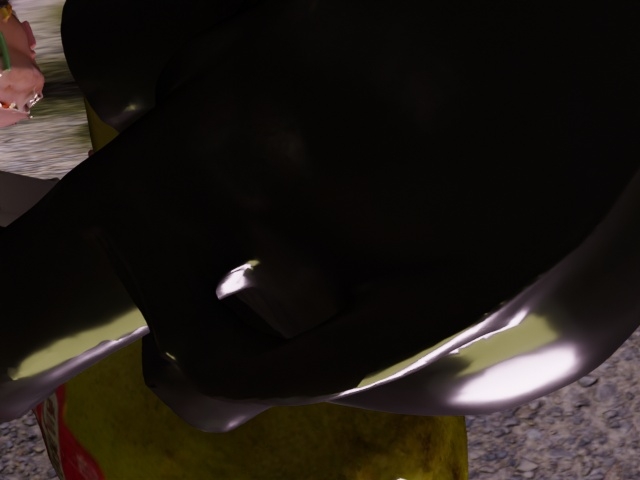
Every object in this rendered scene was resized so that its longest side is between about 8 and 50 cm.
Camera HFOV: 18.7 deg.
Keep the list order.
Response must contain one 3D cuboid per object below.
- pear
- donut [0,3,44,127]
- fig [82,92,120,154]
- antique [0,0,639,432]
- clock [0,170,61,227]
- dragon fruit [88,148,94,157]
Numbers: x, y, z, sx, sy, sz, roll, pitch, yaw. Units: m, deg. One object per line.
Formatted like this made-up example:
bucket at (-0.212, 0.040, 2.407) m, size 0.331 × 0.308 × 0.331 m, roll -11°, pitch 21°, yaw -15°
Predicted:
pear at (-0.031, 0.120, 1.312) m, size 0.287 × 0.287 × 0.375 m, roll -4°, pitch -154°, yaw -34°
donut at (-0.210, -0.090, 1.049) m, size 0.166 × 0.065 × 0.117 m, roll -7°, pitch 175°, yaw 32°
fig at (-0.038, -0.055, 1.133) m, size 0.225 × 0.203 × 0.203 m, roll 37°, pitch 160°, yaw -18°
antique at (0.040, -0.053, 0.664) m, size 0.255 × 0.185 × 0.322 m, roll -22°, pitch -152°, yaw 38°
clock at (-0.316, -0.013, 1.332) m, size 0.235 × 0.166 × 0.309 m, roll -9°, pitch 169°, yaw 30°
dragon fruit at (0.000, 0.000, 1.617) m, size 0.386 × 0.249 × 0.371 m, roll -6°, pitch -178°, yaw 21°
